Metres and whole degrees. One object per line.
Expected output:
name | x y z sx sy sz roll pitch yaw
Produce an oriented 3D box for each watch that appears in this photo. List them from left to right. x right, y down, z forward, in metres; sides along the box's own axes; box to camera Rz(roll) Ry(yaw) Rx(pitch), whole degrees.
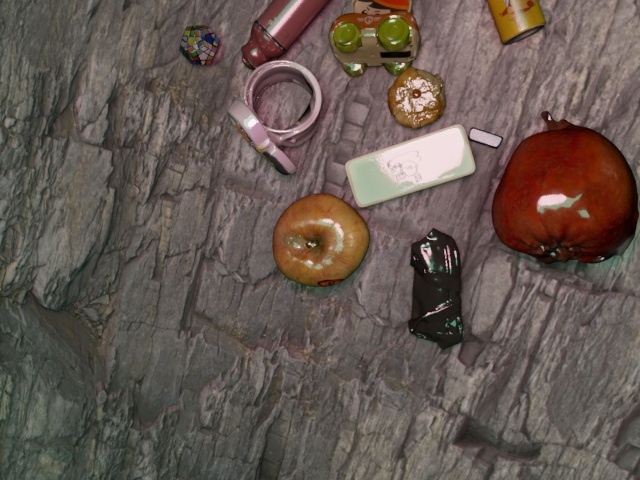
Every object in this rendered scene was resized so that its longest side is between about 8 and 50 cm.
watch | -0.094 -0.321 1.362 0.231 0.196 0.244 -43 88 -7

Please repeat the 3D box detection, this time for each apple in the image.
apple | 0.000 0.000 1.352 0.261 0.194 0.260 2 97 15

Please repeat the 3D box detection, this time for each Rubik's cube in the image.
Rubik's cube | -0.326 -0.525 1.406 0.111 0.111 0.093 -29 65 15

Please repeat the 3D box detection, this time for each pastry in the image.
pastry | 0.241 -0.354 1.310 0.153 0.081 0.153 5 108 15

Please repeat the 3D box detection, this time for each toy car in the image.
toy car | 0.136 -0.539 1.295 0.235 0.145 0.235 -3 77 12

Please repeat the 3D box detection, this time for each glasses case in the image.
glasses case | 0.226 -0.188 1.339 0.313 0.070 0.131 -16 94 14
glasses case | 0.412 -0.257 1.312 0.083 0.023 0.033 21 106 11

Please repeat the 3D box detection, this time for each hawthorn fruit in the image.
hawthorn fruit | 0.549 -0.100 1.182 0.308 0.324 0.308 19 141 16

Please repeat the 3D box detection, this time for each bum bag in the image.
bum bag | 0.295 0.130 1.361 0.142 0.080 0.326 -3 96 9

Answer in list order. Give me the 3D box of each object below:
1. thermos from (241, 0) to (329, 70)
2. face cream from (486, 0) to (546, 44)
thermos | -0.091 -0.580 1.332 0.136 0.109 0.330 46 102 11
face cream | 0.416 -0.644 1.219 0.105 0.105 0.348 -20 92 14
